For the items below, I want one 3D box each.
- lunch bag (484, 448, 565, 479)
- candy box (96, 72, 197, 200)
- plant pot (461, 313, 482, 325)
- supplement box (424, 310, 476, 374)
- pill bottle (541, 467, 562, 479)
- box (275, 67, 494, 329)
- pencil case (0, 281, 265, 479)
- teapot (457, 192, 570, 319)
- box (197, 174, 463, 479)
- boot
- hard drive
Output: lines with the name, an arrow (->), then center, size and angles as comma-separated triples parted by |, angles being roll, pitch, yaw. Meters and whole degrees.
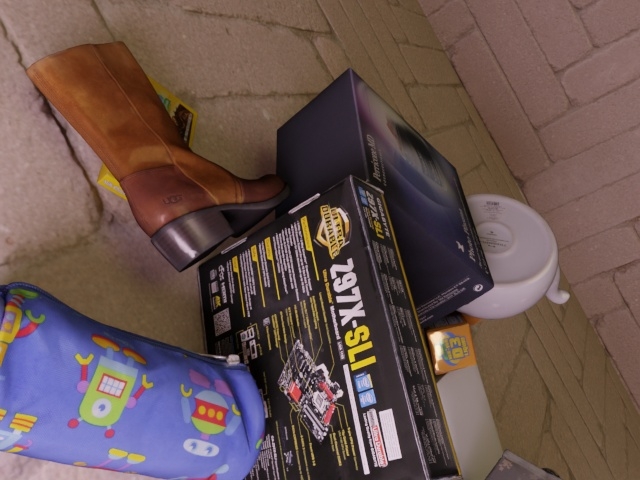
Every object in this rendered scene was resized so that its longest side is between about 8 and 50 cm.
lunch bag -> 0.300, 0.492, 0.839 | 0.235, 0.169, 0.287 | -43, 119, -21
candy box -> -0.219, -0.125, 0.769 | 0.105, 0.027, 0.206 | 34, 40, -35
plant pot -> 0.281, 0.050, 1.254 | 0.188, 0.205, 0.205 | 36, 36, -12
supplement box -> 0.231, 0.176, 1.080 | 0.233, 0.080, 0.078 | -16, 93, -80
pill bottle -> 0.490, 0.534, 1.284 | 0.120, 0.067, 0.067 | 22, 48, -48
box -> 0.092, -0.059, 0.921 | 0.294, 0.183, 0.296 | 34, 33, -31
pencil case -> -0.179, 0.135, 0.519 | 0.306, 0.119, 0.133 | 32, 70, -42
teapot -> 0.296, 0.050, 1.083 | 0.256, 0.252, 0.187 | 48, -22, 30
box -> -0.013, 0.127, 0.650 | 0.079, 0.257, 0.322 | 23, 47, -50
boot -> -0.183, -0.121, 0.740 | 0.280, 0.096, 0.264 | 53, 39, -1
hard drive -> 0.268, 0.390, 1.028 | 0.233, 0.047, 0.353 | -13, 87, -59
